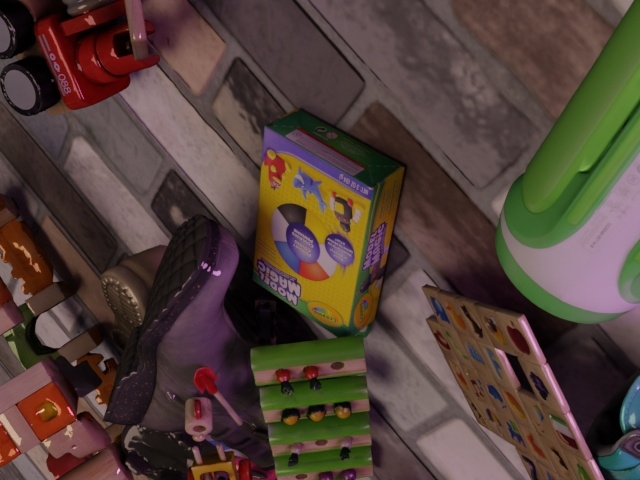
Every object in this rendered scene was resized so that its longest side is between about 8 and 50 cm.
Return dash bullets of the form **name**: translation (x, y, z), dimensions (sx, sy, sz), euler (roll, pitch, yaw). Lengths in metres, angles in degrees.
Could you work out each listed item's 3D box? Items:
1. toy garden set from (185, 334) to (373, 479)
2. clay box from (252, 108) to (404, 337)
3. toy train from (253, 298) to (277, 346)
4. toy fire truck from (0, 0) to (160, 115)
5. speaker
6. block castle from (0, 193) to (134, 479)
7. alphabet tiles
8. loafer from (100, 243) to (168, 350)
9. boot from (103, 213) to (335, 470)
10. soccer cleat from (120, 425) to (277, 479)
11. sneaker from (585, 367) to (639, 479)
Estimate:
- **toy garden set**: translation (-0.049, 0.200, 0.946), dimensions (0.204, 0.049, 0.244), euler (-7, 137, 0)
- **clay box**: translation (0.000, 0.000, 0.886), dimensions (0.127, 0.053, 0.222), euler (32, 135, 26)
- **toy train**: translation (-0.062, 0.122, 1.050), dimensions (0.027, 0.036, 0.158), euler (4, 131, 1)
- **toy fire truck**: translation (-0.231, -0.239, 0.888), dimensions (0.246, 0.158, 0.217), euler (-6, 112, 34)
- **speaker**: translation (0.215, -0.076, 0.558), dimensions (0.131, 0.131, 0.296), euler (41, 139, 16)
- **block castle**: translation (-0.422, 0.163, 1.202), dimensions (0.453, 0.213, 0.303), euler (58, -179, -4)
- **alphabet tiles**: translation (0.156, 0.131, 0.770), dimensions (0.198, 0.009, 0.237), euler (62, 170, -10)
- **loafer**: translation (-0.195, 0.096, 1.126), dimensions (0.102, 0.092, 0.268), euler (43, 155, 17)
- **boot**: translation (-0.080, 0.115, 0.964), dimensions (0.223, 0.118, 0.338), euler (19, 141, -12)
- **soccer cleat**: translation (-0.088, 0.286, 1.154), dimensions (0.331, 0.143, 0.116), euler (31, 104, -1)
- **sneaker**: translation (0.299, 0.137, 0.640), dimensions (0.178, 0.124, 0.295), euler (49, 143, -9)
